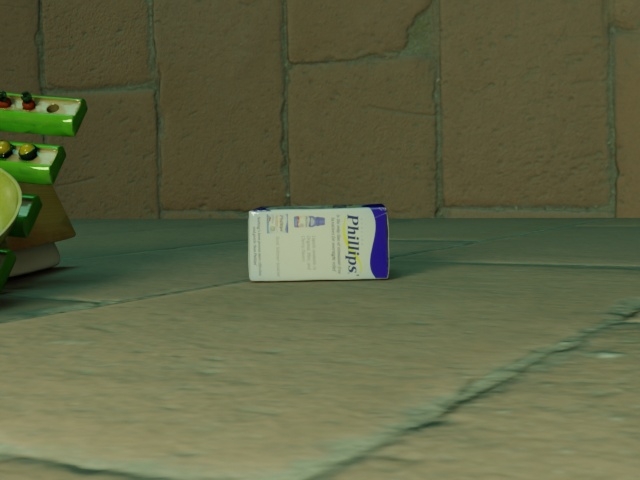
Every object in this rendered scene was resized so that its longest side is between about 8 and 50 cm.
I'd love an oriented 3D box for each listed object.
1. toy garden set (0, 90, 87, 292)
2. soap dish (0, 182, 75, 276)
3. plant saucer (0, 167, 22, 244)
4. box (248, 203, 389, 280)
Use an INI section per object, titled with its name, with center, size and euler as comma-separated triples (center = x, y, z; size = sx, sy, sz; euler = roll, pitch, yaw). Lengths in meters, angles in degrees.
[toy garden set]
center = -0.368, -0.069, 1.023
size = 0.204, 0.244, 0.049
euler = 6, -38, 10
[soap dish]
center = -0.445, -0.018, 1.156
size = 0.291, 0.118, 0.229
euler = -2, 3, 4
[plant saucer]
center = -0.370, -0.002, 0.878
size = 0.241, 0.037, 0.241
euler = -2, 31, 1
[box]
center = 0.000, 0.000, 1.061
size = 0.137, 0.072, 0.126
euler = -1, 4, 2
